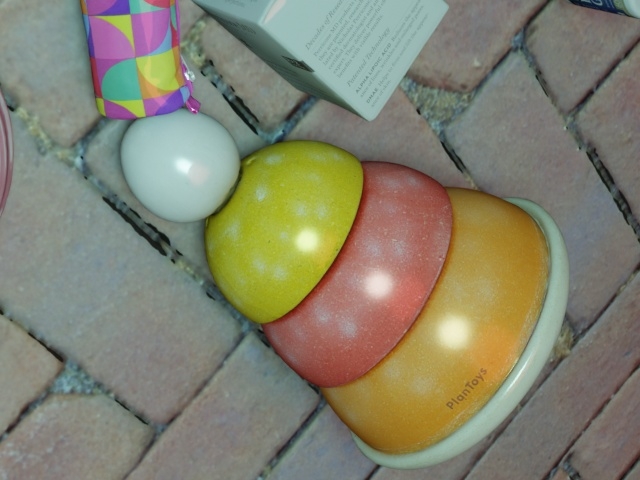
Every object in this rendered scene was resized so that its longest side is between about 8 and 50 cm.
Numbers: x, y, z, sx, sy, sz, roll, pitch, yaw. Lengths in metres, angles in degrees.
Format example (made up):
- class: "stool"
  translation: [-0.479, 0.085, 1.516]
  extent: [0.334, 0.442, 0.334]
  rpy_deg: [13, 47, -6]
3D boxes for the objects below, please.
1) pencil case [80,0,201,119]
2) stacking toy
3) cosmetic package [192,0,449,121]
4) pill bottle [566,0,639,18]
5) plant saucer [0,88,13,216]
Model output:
- class: "pencil case"
  translation: [-0.179, -0.232, 1.051]
  extent: [0.104, 0.104, 0.236]
  rpy_deg: [-21, 121, -27]
- class: "stacking toy"
  translation: [0.000, 0.000, 1.194]
  extent: [0.480, 0.350, 0.351]
  rpy_deg: [34, 88, -23]
- class: "cosmetic package"
  translation: [0.000, -0.246, 1.138]
  extent: [0.183, 0.151, 0.151]
  rpy_deg: [35, 88, -39]
- class: "pill bottle"
  translation: [0.345, -0.328, 1.340]
  extent: [0.094, 0.169, 0.094]
  rpy_deg: [-14, 116, -30]
- class: "plant saucer"
  translation: [-0.423, -0.060, 0.957]
  extent: [0.332, 0.084, 0.332]
  rpy_deg: [-15, 117, -31]
